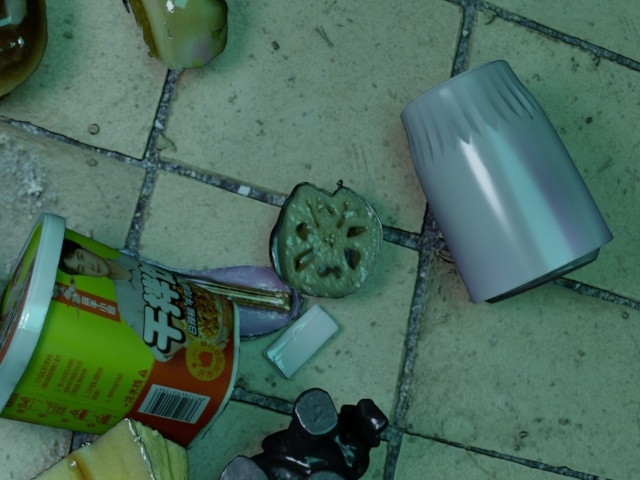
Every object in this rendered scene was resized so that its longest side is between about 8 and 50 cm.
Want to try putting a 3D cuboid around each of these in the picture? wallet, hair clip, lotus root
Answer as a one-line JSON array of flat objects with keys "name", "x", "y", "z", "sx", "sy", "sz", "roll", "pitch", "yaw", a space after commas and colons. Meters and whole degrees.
[{"name": "wallet", "x": -0.030, "y": 0.163, "z": 1.638, "sx": 0.122, "sy": 0.025, "sz": 0.061, "roll": -43, "pitch": 98, "yaw": -22}, {"name": "hair clip", "x": -0.193, "y": 0.083, "z": 1.582, "sx": 0.358, "sy": 0.096, "sz": 0.110, "roll": 16, "pitch": 35, "yaw": -25}, {"name": "lotus root", "x": -0.002, "y": 0.004, "z": 1.656, "sx": 0.183, "sy": 0.078, "sz": 0.204, "roll": 35, "pitch": 69, "yaw": -14}]

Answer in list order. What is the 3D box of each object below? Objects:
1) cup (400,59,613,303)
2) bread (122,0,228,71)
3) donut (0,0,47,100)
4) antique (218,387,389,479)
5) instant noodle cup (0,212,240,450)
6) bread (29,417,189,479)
[{"name": "cup", "x": 0.298, "y": -0.091, "z": 1.690, "sx": 0.253, "sy": 0.253, "sz": 0.372, "roll": -25, "pitch": 86, "yaw": -22}, {"name": "bread", "x": -0.222, "y": -0.396, "z": 1.616, "sx": 0.158, "sy": 0.156, "sz": 0.261, "roll": -19, "pitch": 86, "yaw": -21}, {"name": "donut", "x": -0.563, "y": -0.342, "z": 1.480, "sx": 0.330, "sy": 0.160, "sz": 0.330, "roll": 3, "pitch": 84, "yaw": -29}, {"name": "antique", "x": -0.038, "y": 0.358, "z": 1.479, "sx": 0.322, "sy": 0.255, "sz": 0.185, "roll": -43, "pitch": 74, "yaw": -10}, {"name": "instant noodle cup", "x": -0.291, "y": 0.148, "z": 1.421, "sx": 0.307, "sy": 0.294, "sz": 0.294, "roll": 22, "pitch": 72, "yaw": -22}, {"name": "bread", "x": -0.293, "y": 0.379, "z": 1.355, "sx": 0.135, "sy": 0.240, "sz": 0.178, "roll": 42, "pitch": 25, "yaw": -36}]
